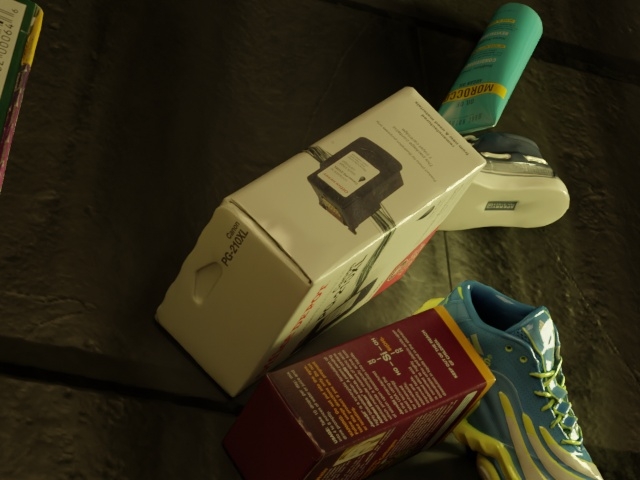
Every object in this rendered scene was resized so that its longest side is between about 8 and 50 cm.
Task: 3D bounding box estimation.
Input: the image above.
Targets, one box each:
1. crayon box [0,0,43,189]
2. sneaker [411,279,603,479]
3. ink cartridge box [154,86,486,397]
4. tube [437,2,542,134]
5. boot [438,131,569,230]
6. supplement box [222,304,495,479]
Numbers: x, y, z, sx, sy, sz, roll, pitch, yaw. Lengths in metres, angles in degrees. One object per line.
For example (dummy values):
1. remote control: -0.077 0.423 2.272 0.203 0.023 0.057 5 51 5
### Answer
1. crayon box: -0.304 0.053 1.176 0.106 0.313 0.363 21 46 -16
2. sneaker: 0.166 0.132 1.498 0.240 0.126 0.091 46 47 12
3. ink cartridge box: 0.000 0.000 1.483 0.100 0.172 0.237 46 47 11
4. tube: 0.163 -0.157 1.779 0.052 0.080 0.207 55 39 -22
5. boot: 0.134 -0.059 1.689 0.190 0.069 0.086 5 40 -30
6. supplement box: 0.030 0.133 1.439 0.188 0.104 0.081 -19 64 -38
